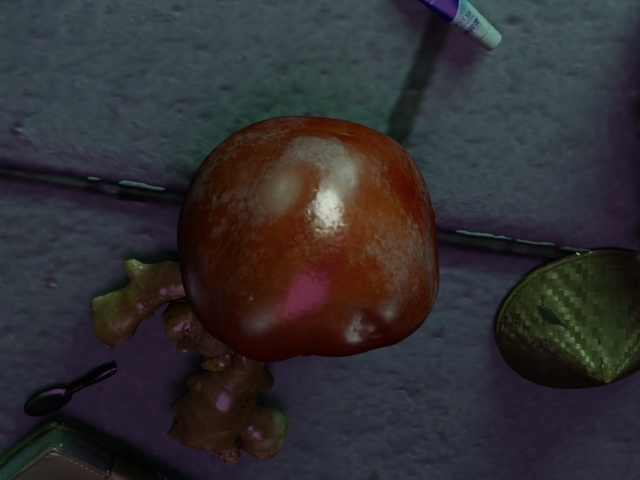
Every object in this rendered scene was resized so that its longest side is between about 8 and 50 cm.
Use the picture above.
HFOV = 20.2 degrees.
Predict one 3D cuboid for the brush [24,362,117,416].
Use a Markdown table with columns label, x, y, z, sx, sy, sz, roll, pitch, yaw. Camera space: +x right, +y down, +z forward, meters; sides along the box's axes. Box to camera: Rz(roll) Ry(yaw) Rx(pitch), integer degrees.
| label | x | y | z | sx | sy | sz | roll | pitch | yaw |
| --- | --- | --- | --- | --- | --- | --- | --- | --- | --- |
| brush | -0.186 | 0.111 | 1.341 | 0.083 | 0.008 | 0.024 | -28 | 128 | 16 |

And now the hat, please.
| label | x | y | z | sx | sy | sz | roll | pitch | yaw |
| --- | --- | --- | --- | --- | --- | --- | --- | --- | --- |
| hat | 0.204 | 0.081 | 1.323 | 0.146 | 0.067 | 0.146 | -3 | 132 | -4 |

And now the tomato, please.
| label | x | y | z | sx | sy | sz | roll | pitch | yaw |
| --- | --- | --- | --- | --- | --- | --- | --- | --- | --- |
| tomato | 0.000 | 0.000 | 1.162 | 0.187 | 0.187 | 0.151 | 13 | 106 | -18 |

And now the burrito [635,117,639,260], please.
| label | x | y | z | sx | sy | sz | roll | pitch | yaw |
| --- | --- | --- | --- | --- | --- | --- | --- | --- | --- |
| burrito | 0.262 | -0.086 | 1.183 | 0.096 | 0.066 | 0.309 | -8 | 133 | -7 |

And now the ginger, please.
| label | x | y | z | sx | sy | sz | roll | pitch | yaw |
| --- | --- | --- | --- | --- | --- | --- | --- | --- | --- |
| ginger | -0.078 | 0.086 | 1.303 | 0.193 | 0.052 | 0.176 | 23 | 131 | -24 |

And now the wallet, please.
| label | x | y | z | sx | sy | sz | roll | pitch | yaw |
| --- | --- | --- | --- | --- | --- | --- | --- | --- | --- |
| wallet | -0.177 | 0.203 | 1.404 | 0.155 | 0.039 | 0.110 | 33 | 124 | -30 |

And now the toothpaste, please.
| label | x | y | z | sx | sy | sz | roll | pitch | yaw |
| --- | --- | --- | --- | --- | --- | --- | --- | --- | --- |
| toothpaste | 0.081 | -0.149 | 1.139 | 0.083 | 0.015 | 0.024 | 37 | 110 | -27 |
